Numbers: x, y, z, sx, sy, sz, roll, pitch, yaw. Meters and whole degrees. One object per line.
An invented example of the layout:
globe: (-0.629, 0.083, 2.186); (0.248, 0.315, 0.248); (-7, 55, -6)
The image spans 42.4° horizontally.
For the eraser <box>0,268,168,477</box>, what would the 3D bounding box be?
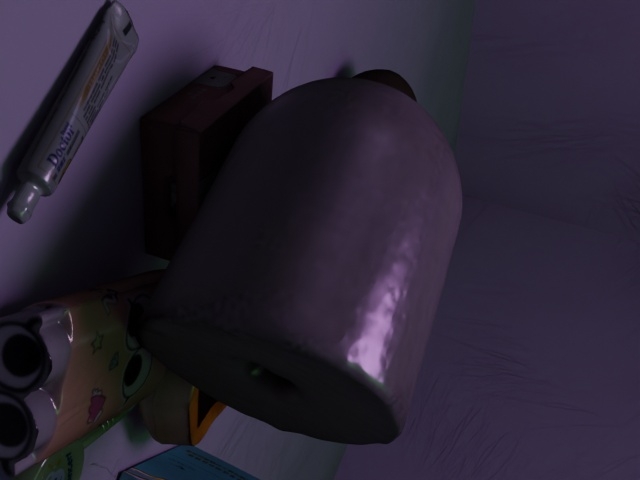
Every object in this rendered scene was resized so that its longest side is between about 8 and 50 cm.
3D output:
eraser: (-0.258, 0.128, 0.918); (0.290, 0.087, 0.171); (-20, 123, -73)

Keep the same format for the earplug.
earplug: (0.000, 0.000, 0.987); (0.313, 0.312, 0.394); (80, 27, -59)

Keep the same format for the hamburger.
hamburger: (-0.195, 0.200, 1.193); (0.173, 0.116, 0.210); (-52, 159, -36)

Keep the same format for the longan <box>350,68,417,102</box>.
longan: (0.104, -0.242, 1.666); (0.212, 0.198, 0.198); (-67, 166, 9)

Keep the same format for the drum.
drum: (-0.290, 0.226, 0.974); (0.253, 0.049, 0.130); (-57, 158, -48)

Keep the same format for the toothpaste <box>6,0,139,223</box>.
toothpaste: (-0.241, -0.126, 0.813); (0.067, 0.037, 0.255); (70, 35, -57)

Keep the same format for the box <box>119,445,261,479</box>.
box: (-0.193, 0.382, 1.273); (0.041, 0.162, 0.229); (-68, 166, 3)

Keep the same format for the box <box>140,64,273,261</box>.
box: (-0.146, -0.102, 1.086); (0.215, 0.086, 0.215); (-55, 156, -52)
